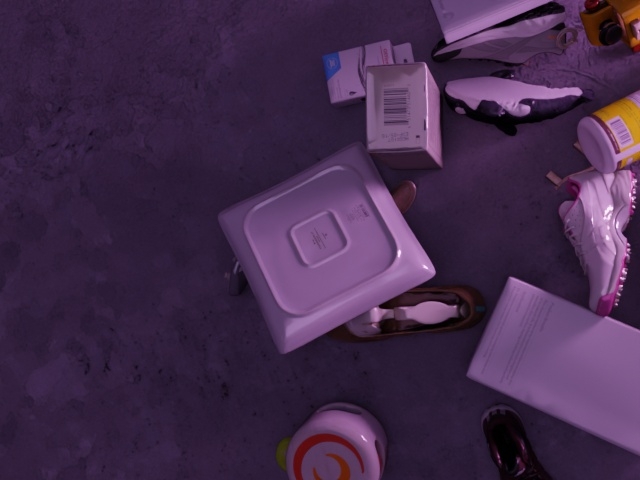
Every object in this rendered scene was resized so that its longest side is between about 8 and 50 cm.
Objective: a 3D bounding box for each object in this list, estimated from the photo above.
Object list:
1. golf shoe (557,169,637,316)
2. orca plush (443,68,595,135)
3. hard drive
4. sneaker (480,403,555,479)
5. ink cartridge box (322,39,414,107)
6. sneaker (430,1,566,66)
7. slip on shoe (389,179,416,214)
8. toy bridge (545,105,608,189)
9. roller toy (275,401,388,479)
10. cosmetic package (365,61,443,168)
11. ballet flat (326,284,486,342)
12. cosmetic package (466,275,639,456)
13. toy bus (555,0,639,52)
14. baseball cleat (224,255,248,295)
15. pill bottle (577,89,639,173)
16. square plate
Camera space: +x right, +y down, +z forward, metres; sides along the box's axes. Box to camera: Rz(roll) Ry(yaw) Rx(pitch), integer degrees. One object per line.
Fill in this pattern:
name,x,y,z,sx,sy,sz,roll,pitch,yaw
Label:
golf shoe,0.509,0.000,1.652,0.140,0.115,0.306,9,59,14
orca plush,0.391,-0.262,1.756,0.287,0.102,0.151,-6,43,3
hard drive,0.363,-0.514,1.722,0.307,0.040,0.203,-20,50,11
sneaker,0.381,0.457,1.682,0.106,0.162,0.281,-30,82,10
ink cartridge box,0.103,-0.346,1.816,0.180,0.060,0.104,-12,86,12
sneaker,0.351,-0.384,1.746,0.271,0.100,0.108,-8,118,20
slip on shoe,0.145,-0.067,1.810,0.135,0.041,0.051,-46,80,8
toy bridge,0.524,-0.172,1.735,0.063,0.026,0.188,41,96,9
roller toy,0.038,0.430,1.769,0.209,0.146,0.191,45,107,4
cosmetic package,0.165,-0.226,1.673,0.113,0.309,0.160,-1,87,12
ballet flat,0.156,0.146,1.760,0.342,0.124,0.116,-3,88,13
cosmetic package,0.494,0.235,1.669,0.384,0.156,0.217,25,94,11
toy bus,0.570,-0.411,1.632,0.190,0.104,0.202,7,125,-18
baseball cleat,-0.124,0.031,1.853,0.109,0.072,0.206,21,94,13
pill bottle,0.602,-0.220,1.657,0.214,0.117,0.117,-26,83,-3
square plate,0.000,0.000,1.762,0.344,0.049,0.347,-28,65,1
